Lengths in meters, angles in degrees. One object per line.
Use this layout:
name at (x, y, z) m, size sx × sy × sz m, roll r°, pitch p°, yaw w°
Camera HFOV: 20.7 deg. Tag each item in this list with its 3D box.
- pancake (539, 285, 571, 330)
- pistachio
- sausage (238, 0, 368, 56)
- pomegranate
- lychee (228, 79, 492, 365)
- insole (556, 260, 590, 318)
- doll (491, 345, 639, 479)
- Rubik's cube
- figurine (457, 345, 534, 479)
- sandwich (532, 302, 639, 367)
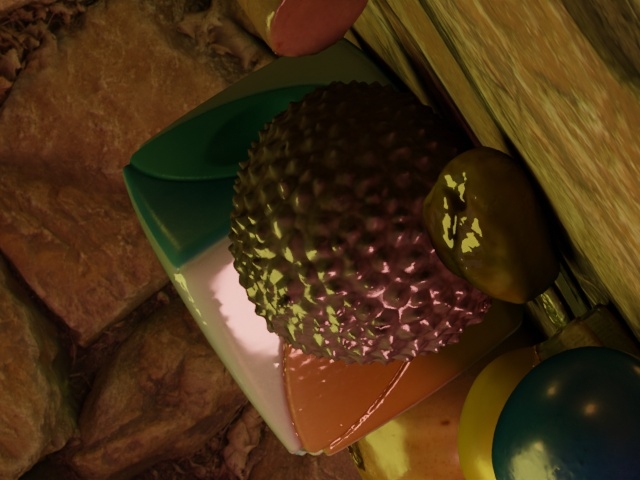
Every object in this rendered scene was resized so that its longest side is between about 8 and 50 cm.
pancake at (0.241, 0.065, 1.825) m, size 0.108 × 0.017 × 0.108 m, roll 60°, pitch -178°, yaw -4°
pistachio at (0.150, -0.001, 1.518) m, size 0.110 × 0.100 × 0.189 m, roll 64°, pitch -178°, yaw 34°
sausage at (-0.057, -0.303, 1.710) m, size 0.253 × 0.123 × 0.123 m, roll 56°, pitch 179°, yaw 29°
pomegranate at (0.176, 0.219, 2.306) m, size 0.333 × 0.332 × 0.332 m, roll 57°, pitch 180°, yaw 1°
lychee at (0.039, -0.011, 1.766) m, size 0.300 × 0.300 × 0.300 m, roll 57°, pitch 180°, yaw 1°
insole at (0.243, 0.061, 1.652) m, size 0.192 × 0.010 × 0.063 m, roll 58°, pitch 180°, yaw -37°
doll at (0.256, 0.189, 1.358) m, size 0.257 × 0.161 × 0.215 m, roll 42°, pitch 149°, yaw 12°
Rubik's cube at (0.000, 0.000, 2.119) m, size 0.352 × 0.347 × 0.351 m, roll 57°, pitch 180°, yaw -33°
figurine at (0.271, 0.246, 1.989) m, size 0.343 × 0.187 × 0.215 m, roll 43°, pitch -156°, yaw -63°
sandwich at (0.246, 0.128, 1.539) m, size 0.113 × 0.079 × 0.163 m, roll 57°, pitch 179°, yaw 11°
